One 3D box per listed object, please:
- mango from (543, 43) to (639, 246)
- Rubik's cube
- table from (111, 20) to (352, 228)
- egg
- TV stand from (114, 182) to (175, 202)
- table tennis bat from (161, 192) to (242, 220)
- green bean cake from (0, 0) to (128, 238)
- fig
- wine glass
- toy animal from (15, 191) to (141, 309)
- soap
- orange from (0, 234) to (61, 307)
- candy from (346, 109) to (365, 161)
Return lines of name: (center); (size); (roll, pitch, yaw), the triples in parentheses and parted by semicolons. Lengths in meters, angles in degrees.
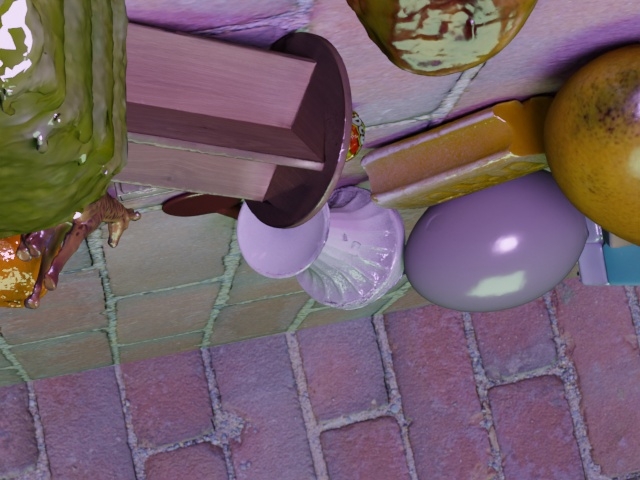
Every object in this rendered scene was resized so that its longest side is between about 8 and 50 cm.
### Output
mango: (0.383, -0.101, 1.556); (0.264, 0.221, 0.378); (-17, 158, 39)
Rubik's cube: (0.427, -0.058, 1.894); (0.265, 0.213, 0.224); (-18, -169, -40)
table: (-0.113, -0.102, 1.173); (0.227, 0.167, 0.167); (6, 161, -35)
egg: (0.216, 0.003, 1.838); (0.232, 0.176, 0.176); (-28, 169, 2)
TV stand: (-0.099, -0.085, 1.569); (0.249, 0.036, 0.042); (-11, 169, -1)
table tennis bat: (-0.133, -0.043, 1.827); (0.098, 0.019, 0.155); (-17, 166, 24)
green bean cake: (-0.268, -0.126, 0.696); (0.319, 0.218, 0.335); (-5, 164, 2)
fig: (0.082, -0.196, 0.937); (0.166, 0.154, 0.144); (-41, 170, -31)
wine glass: (0.000, 0.000, 1.833); (0.165, 0.164, 0.196); (-16, 166, 25)
toy animal: (-0.256, -0.022, 1.578); (0.054, 0.149, 0.275); (13, -157, 9)
soap: (0.180, -0.101, 1.703); (0.232, 0.073, 0.140); (-19, 172, 31)
orange: (-0.348, 0.016, 1.609); (0.136, 0.117, 0.135); (-26, 156, -12)
candy: (-0.052, -0.100, 1.530); (0.201, 0.060, 0.060); (-6, 171, 7)
